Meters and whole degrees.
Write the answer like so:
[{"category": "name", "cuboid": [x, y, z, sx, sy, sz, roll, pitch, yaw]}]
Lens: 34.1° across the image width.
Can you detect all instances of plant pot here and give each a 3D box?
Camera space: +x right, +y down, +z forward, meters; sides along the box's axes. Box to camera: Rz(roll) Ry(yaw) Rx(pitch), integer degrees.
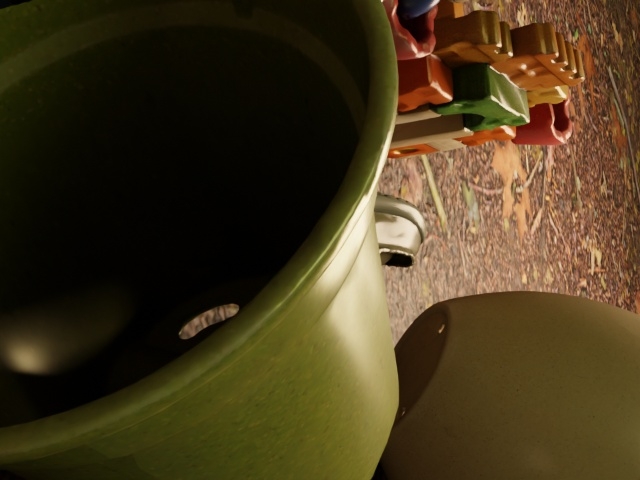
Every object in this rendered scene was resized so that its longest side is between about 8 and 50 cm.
[{"category": "plant pot", "cuboid": [-0.074, 0.026, 0.503, 0.254, 0.276, 0.276, 66, 31, -52]}, {"category": "plant pot", "cuboid": [0.155, 0.154, 0.901, 0.191, 0.284, 0.284, 30, 49, -12]}]

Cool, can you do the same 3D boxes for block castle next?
[{"category": "block castle", "cuboid": [0.104, -0.247, 0.906, 0.453, 0.212, 0.303, 10, 75, -61]}]

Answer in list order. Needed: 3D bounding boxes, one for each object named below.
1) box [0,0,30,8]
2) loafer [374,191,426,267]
[{"category": "box", "cuboid": [-0.196, -0.119, 0.295, 0.159, 0.233, 0.044, 53, 41, -43]}, {"category": "loafer", "cuboid": [0.000, 0.000, 0.805, 0.251, 0.094, 0.087, 13, 84, -56]}]
